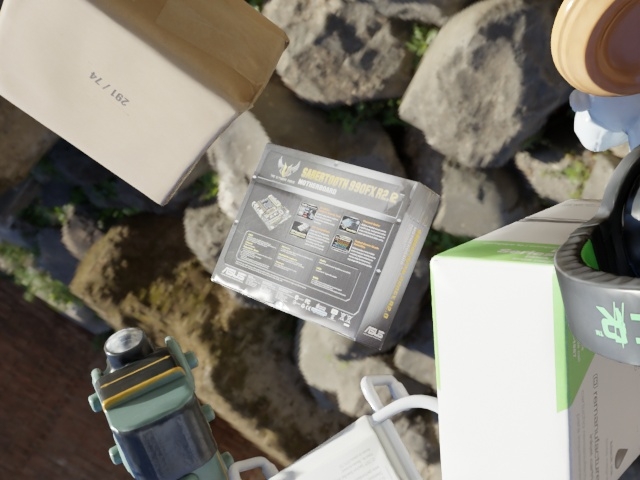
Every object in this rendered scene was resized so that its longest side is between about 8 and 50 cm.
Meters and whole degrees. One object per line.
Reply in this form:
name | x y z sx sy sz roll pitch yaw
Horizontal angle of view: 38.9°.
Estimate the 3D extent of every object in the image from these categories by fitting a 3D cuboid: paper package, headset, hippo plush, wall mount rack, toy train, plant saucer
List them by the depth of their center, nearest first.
headset | 0.320 0.009 0.588 0.243 0.394 0.185 -5 106 45
plant saucer | 0.337 -0.221 0.924 0.200 0.037 0.200 -10 139 -9
wall mount rack | 0.056 0.328 0.986 0.130 0.350 0.304 15 -138 -61
toy train | -0.178 0.267 1.104 0.190 0.142 0.333 -133 25 -57
paper package | -0.260 -0.246 1.235 0.325 0.168 0.309 35 143 -12
hippo plush | 0.477 -0.153 1.359 0.237 0.234 0.294 38 167 15

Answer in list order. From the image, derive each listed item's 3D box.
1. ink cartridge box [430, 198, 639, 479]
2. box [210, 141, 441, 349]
ink cartridge box | 0.213 0.083 0.766 0.115 0.273 0.198 3 104 38
box | 0.000 0.000 1.029 0.231 0.183 0.056 18 174 38
